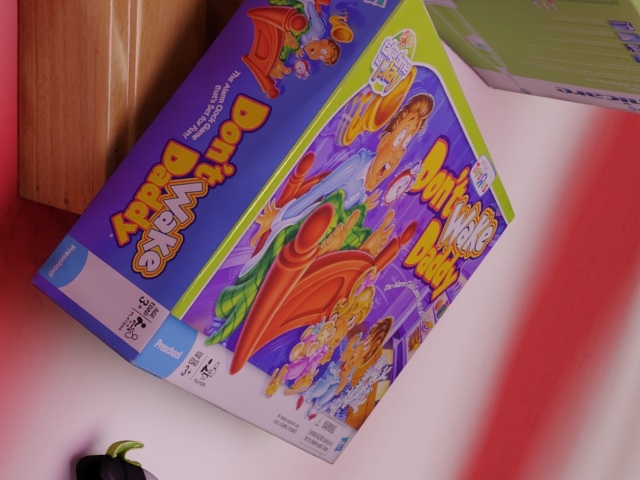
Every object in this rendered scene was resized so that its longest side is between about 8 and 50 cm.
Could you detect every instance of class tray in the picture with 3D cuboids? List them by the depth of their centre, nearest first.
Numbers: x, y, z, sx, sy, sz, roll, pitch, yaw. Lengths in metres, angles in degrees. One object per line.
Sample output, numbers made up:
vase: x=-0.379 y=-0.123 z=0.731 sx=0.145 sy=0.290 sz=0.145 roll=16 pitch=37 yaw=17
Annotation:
tray: x=-0.065 y=-0.232 z=0.665 sx=0.203 sy=0.076 sz=0.410 roll=-19 pitch=120 yaw=-53

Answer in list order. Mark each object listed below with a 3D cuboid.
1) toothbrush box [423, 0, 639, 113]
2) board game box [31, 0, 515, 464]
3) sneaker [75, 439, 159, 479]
toothbrush box: x=0.192 y=-0.206 z=0.949 sx=0.283 sy=0.206 sz=0.122 roll=30 pitch=77 yaw=-56
board game box: x=0.000 y=0.000 z=0.749 sx=0.233 sy=0.078 sz=0.347 roll=-54 pitch=156 yaw=-5
sneaker: x=-0.170 y=0.223 z=0.715 sx=0.097 sy=0.084 sz=0.234 roll=49 pitch=58 yaw=-26
